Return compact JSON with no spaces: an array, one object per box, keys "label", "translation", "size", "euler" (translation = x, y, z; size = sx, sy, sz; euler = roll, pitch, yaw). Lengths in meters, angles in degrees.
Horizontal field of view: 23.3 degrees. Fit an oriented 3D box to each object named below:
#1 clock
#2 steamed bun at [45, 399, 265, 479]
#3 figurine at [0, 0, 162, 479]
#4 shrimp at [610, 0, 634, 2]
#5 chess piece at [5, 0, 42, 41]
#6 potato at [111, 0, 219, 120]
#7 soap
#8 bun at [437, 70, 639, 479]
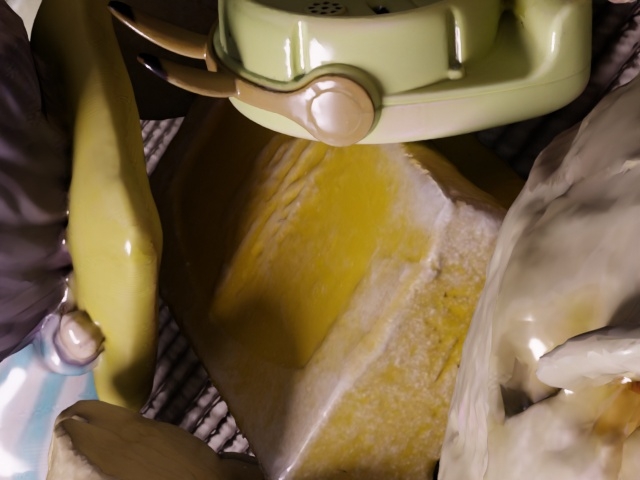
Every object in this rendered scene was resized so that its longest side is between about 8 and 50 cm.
[{"label":"clock","translation":[0.013,-0.111,0.806],"size":[0.170,0.232,0.069],"euler":[-121,24,-55]},{"label":"steamed bun","translation":[-0.075,0.162,0.800],"size":[0.106,0.177,0.192],"euler":[-65,23,6]},{"label":"figurine","translation":[-0.289,0.029,0.897],"size":[0.266,0.378,0.361],"euler":[-113,22,-54]},{"label":"shrimp","translation":[0.111,-0.244,0.799],"size":[0.062,0.164,0.317],"euler":[-27,41,26]},{"label":"chess piece","translation":[-0.218,-0.200,1.314],"size":[0.144,0.144,0.251],"euler":[-60,27,11]},{"label":"potato","translation":[-0.079,-0.179,1.030],"size":[0.235,0.160,0.178],"euler":[-53,5,25]},{"label":"soap","translation":[0.000,0.000,0.880],"size":[0.199,0.091,0.315],"euler":[-60,31,15]},{"label":"bun","translation":[0.162,0.072,0.460],"size":[0.361,0.213,0.361],"euler":[-35,45,44]}]
